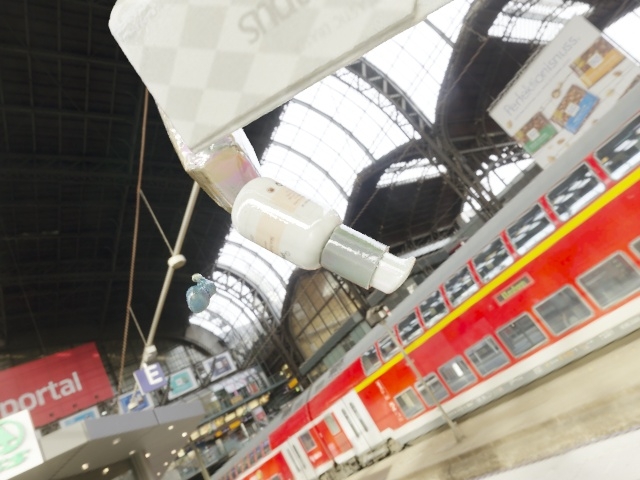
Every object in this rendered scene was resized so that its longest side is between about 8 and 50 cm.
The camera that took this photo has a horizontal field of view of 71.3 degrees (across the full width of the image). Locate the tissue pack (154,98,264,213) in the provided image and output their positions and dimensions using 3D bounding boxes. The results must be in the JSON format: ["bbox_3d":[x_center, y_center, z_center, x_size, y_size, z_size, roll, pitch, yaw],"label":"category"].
[{"bbox_3d":[-0.194,-0.175,0.796,0.123,0.215,0.256,-28,-13,0],"label":"tissue pack"}]

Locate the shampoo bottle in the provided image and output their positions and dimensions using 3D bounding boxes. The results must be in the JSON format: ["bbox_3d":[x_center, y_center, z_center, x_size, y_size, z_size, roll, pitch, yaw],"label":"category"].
[{"bbox_3d":[0.000,0.000,0.467,0.074,0.192,0.074,-55,-16,-24],"label":"shampoo bottle"}]

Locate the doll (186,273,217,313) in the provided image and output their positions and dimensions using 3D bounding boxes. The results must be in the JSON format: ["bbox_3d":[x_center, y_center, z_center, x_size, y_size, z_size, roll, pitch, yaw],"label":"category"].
[{"bbox_3d":[-0.262,0.115,0.969,0.050,0.083,0.076,-3,-59,15],"label":"doll"}]

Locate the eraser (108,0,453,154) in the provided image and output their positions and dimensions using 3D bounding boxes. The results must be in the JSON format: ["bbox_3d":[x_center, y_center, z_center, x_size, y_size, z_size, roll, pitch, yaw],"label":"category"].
[{"bbox_3d":[-0.052,-0.261,0.460,0.397,0.213,0.082,-16,25,36],"label":"eraser"}]
